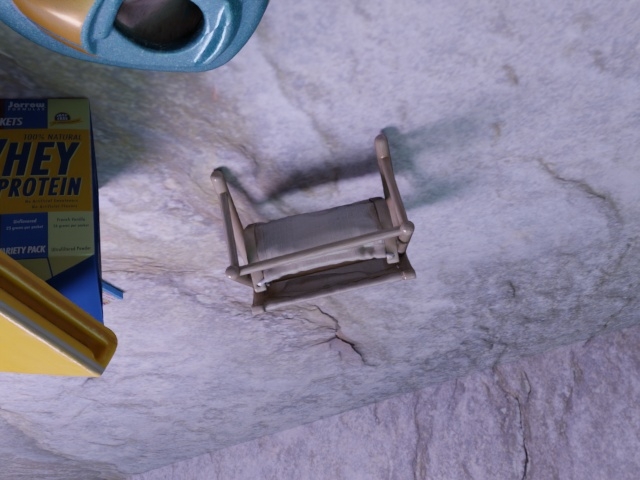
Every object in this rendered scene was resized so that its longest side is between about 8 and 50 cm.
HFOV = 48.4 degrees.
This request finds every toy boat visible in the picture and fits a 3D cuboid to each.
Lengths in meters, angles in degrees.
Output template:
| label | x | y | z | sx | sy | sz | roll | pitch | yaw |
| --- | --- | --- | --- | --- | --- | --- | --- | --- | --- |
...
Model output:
| label | x | y | z | sx | sy | sz | roll | pitch | yaw |
| --- | --- | --- | --- | --- | --- | --- | --- | --- | --- |
| toy boat | -0.140 | -0.240 | 0.539 | 0.267 | 0.148 | 0.318 | 3 | 150 | -26 |

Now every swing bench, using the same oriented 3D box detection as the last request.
| label | x | y | z | sx | sy | sz | roll | pitch | yaw |
| --- | --- | --- | --- | --- | --- | --- | --- | --- | --- |
| swing bench | 0.000 | 0.000 | 1.049 | 0.253 | 0.165 | 0.254 | -14 | 154 | 2 |

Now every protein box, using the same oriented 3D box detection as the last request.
| label | x | y | z | sx | sy | sz | roll | pitch | yaw |
| --- | --- | --- | --- | --- | --- | --- | --- | --- | --- |
| protein box | -0.327 | -0.023 | 0.823 | 0.136 | 0.201 | 0.200 | -3 | 152 | -16 |

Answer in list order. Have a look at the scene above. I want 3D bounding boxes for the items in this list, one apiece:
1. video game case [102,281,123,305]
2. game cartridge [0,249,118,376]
| label | x | y | z | sx | sy | sz | roll | pitch | yaw |
| --- | --- | --- | --- | --- | --- | --- | --- | --- | --- |
| video game case | -0.445 | 0.102 | 1.227 | 0.166 | 0.015 | 0.119 | -18 | 152 | 13 |
| game cartridge | -0.400 | 0.044 | 0.697 | 0.324 | 0.052 | 0.285 | -4 | 141 | 38 |
